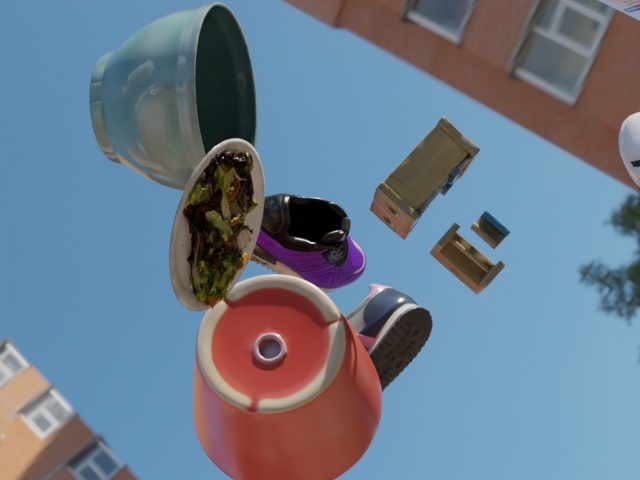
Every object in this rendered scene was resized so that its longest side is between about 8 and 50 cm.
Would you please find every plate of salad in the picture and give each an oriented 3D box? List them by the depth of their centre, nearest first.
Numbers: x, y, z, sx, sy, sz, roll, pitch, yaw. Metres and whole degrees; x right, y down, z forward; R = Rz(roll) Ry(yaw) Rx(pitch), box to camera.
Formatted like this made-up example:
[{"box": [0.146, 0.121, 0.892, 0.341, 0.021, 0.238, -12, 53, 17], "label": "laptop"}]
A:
[{"box": [-0.105, -0.014, 1.310, 0.200, 0.048, 0.200, -44, -37, -48], "label": "plate of salad"}]

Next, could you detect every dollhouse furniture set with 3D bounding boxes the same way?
[{"box": [0.177, -0.038, 1.523, 0.129, 0.183, 0.129, -47, -6, -9], "label": "dollhouse furniture set"}]

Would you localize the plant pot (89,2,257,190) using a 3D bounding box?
[{"box": [-0.233, -0.210, 1.806, 0.293, 0.196, 0.293, -2, -90, -76], "label": "plant pot"}]

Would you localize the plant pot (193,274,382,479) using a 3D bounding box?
[{"box": [-0.056, 0.184, 1.594, 0.275, 0.275, 0.243, -42, -22, -16], "label": "plant pot"}]

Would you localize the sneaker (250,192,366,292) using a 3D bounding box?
[{"box": [0.000, 0.001, 1.777, 0.293, 0.146, 0.102, 21, -121, -46], "label": "sneaker"}]

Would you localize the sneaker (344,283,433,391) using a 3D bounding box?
[{"box": [0.023, 0.197, 1.806, 0.319, 0.131, 0.112, -41, -48, -9], "label": "sneaker"}]

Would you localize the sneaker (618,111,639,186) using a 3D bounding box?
[{"box": [0.393, -0.097, 1.236, 0.094, 0.235, 0.153, -19, -43, -2], "label": "sneaker"}]

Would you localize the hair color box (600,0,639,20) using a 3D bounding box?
[{"box": [0.548, -0.446, 1.954, 0.338, 0.185, 0.110, 23, -94, -14], "label": "hair color box"}]
